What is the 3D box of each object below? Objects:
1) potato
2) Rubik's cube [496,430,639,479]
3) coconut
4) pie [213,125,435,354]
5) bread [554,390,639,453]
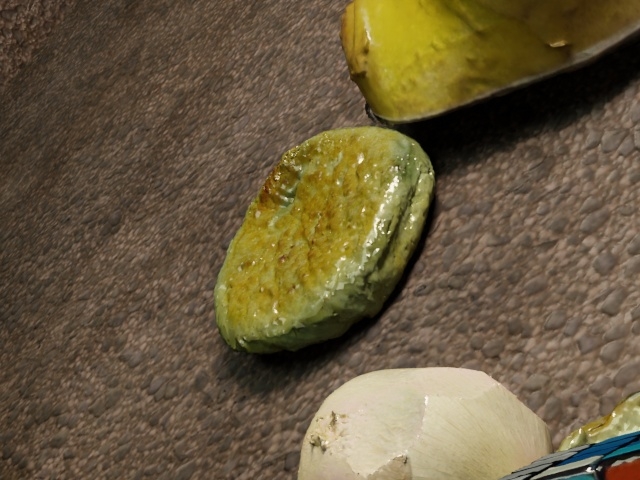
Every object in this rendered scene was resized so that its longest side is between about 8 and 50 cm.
[{"bbox_3d":[0.158,-0.326,1.078,0.397,0.296,0.290,-11,34,36],"label":"potato"},{"bbox_3d":[0.181,0.174,0.568,0.151,0.154,0.155,-22,78,27],"label":"Rubik's cube"},{"bbox_3d":[0.076,0.163,0.767,0.183,0.171,0.171,-11,45,60],"label":"coconut"},{"bbox_3d":[0.000,0.000,1.151,0.277,0.078,0.277,-32,38,29],"label":"pie"},{"bbox_3d":[0.248,0.134,0.668,0.232,0.088,0.128,-30,65,24],"label":"bread"}]
